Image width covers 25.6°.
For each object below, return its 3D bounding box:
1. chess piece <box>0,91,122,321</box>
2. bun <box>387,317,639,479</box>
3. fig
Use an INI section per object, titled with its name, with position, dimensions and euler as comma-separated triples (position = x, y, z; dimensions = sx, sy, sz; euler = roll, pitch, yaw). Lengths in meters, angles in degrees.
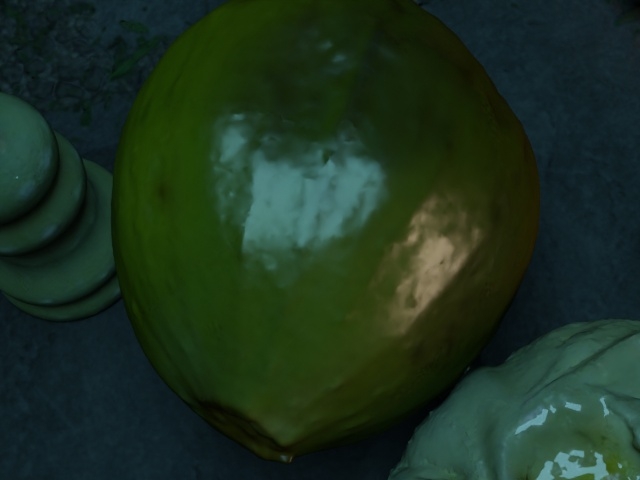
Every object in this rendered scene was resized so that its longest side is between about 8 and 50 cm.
[chess piece]
position = -0.238, -0.038, 1.134
dimensions = 0.144, 0.251, 0.144
euler = -3, 69, 8
[bun]
position = 0.220, 0.222, 0.996
dimensions = 0.365, 0.219, 0.365
euler = -3, 73, 9
[fig]
position = -0.009, -0.008, 1.049
dimensions = 0.343, 0.343, 0.343
euler = -3, 70, 7
